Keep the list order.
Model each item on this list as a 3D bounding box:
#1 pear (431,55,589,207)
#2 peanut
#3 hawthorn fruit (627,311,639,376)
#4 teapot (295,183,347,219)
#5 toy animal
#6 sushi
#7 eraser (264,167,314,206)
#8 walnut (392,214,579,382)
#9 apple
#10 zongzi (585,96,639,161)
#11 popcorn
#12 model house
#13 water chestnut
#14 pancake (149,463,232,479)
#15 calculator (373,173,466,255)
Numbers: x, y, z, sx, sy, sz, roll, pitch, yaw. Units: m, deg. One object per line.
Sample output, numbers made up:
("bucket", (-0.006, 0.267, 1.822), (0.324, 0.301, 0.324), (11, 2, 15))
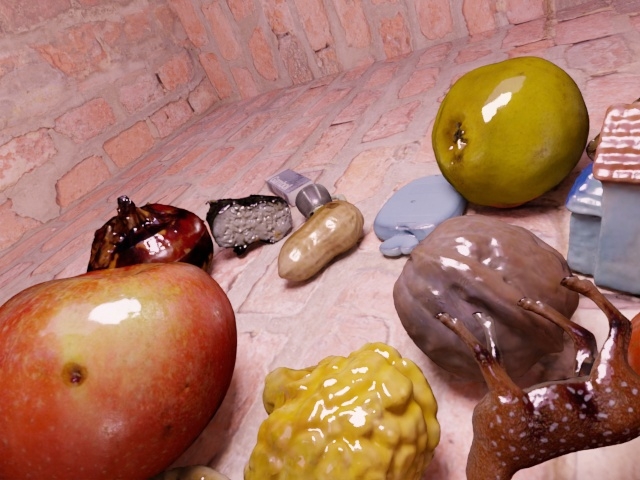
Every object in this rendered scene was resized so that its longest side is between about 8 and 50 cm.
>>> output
("pear", (0.394, -0.220, 0.873), (0.374, 0.288, 0.287), (-19, 26, -25))
("peanut", (0.000, 0.000, 0.931), (0.236, 0.110, 0.120), (-40, 42, -25))
("hawthorn fruit", (0.371, 0.153, 0.411), (0.162, 0.163, 0.204), (11, 58, 45))
("teapot", (0.005, -0.093, 1.104), (0.124, 0.092, 0.091), (-30, 46, 0))
("toy animal", (0.195, 0.180, 0.394), (0.243, 0.087, 0.260), (-22, 64, 17))
("sushi", (-0.181, -0.045, 1.117), (0.212, 0.148, 0.115), (-14, 19, -20))
("eraser", (-0.097, -0.169, 1.335), (0.091, 0.046, 0.212), (-31, 31, -15))
("walnut", (0.211, 0.077, 0.573), (0.223, 0.224, 0.224), (-17, 30, 10))
("apple", (-0.287, 0.180, 0.616), (0.347, 0.278, 0.348), (-7, 2, 0))
("zongzi", (0.632, -0.237, 0.709), (0.285, 0.288, 0.134), (-26, 65, -24))
("popcorn", (0.011, 0.209, 0.483), (0.203, 0.200, 0.226), (39, 103, 38))
("model house", (0.492, -0.108, 0.554), (0.294, 0.330, 0.252), (13, 48, 43))
("water chestnut", (-0.414, 0.014, 1.027), (0.299, 0.300, 0.300), (-17, 30, 10))
("pancake", (-0.202, 0.405, 0.434), (0.385, 0.082, 0.387), (-13, 31, 8))
("calculator", (0.219, -0.065, 0.955), (0.188, 0.042, 0.303), (1, 34, 34))
